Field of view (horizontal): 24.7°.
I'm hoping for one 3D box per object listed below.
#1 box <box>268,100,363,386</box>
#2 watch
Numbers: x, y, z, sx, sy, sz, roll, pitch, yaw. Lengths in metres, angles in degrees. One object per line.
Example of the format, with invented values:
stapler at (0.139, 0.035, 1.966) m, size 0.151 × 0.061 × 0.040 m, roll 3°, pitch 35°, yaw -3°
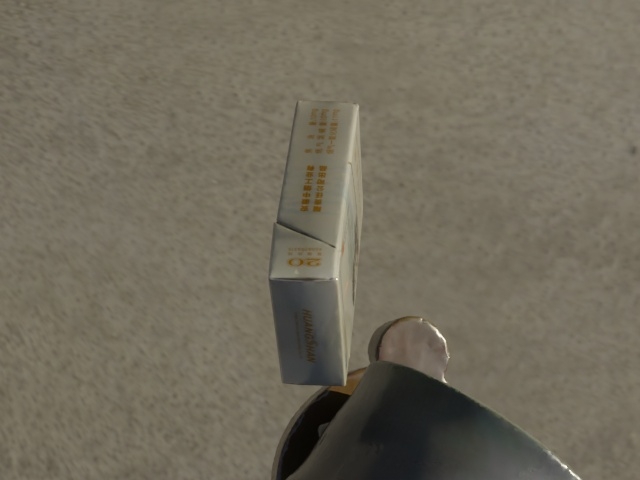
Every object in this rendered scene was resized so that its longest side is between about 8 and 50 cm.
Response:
box at (0.000, 0.001, 1.354) m, size 0.067 × 0.233 × 0.149 m, roll 0°, pitch 136°, yaw 8°
watch at (0.131, 0.269, 1.419) m, size 0.335 × 0.327 × 0.314 m, roll 44°, pitch 74°, yaw -21°
